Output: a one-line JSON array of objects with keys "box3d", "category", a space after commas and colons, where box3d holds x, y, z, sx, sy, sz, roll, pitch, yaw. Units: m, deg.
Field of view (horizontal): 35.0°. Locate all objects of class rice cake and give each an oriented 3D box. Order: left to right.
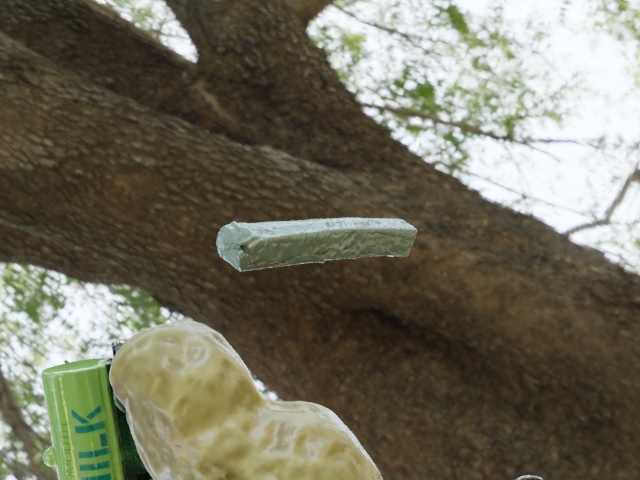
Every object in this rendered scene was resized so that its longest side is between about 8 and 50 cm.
[{"box3d": [0.000, 0.000, 1.020, 0.245, 0.045, 0.042, -5, -63, -44], "category": "rice cake"}]

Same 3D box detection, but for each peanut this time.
[{"box3d": [-0.062, 0.191, 0.912, 0.147, 0.306, 0.147, -57, -5, -7], "category": "peanut"}]

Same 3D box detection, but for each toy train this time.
[{"box3d": [-0.255, 0.250, 1.228, 0.157, 0.105, 0.253, -9, -84, -5], "category": "toy train"}]

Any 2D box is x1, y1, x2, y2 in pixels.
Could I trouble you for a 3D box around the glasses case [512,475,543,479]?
[{"box3d": [0.137, 0.346, 1.088, 0.083, 0.308, 0.128, 31, -127, -18], "category": "glasses case"}]
